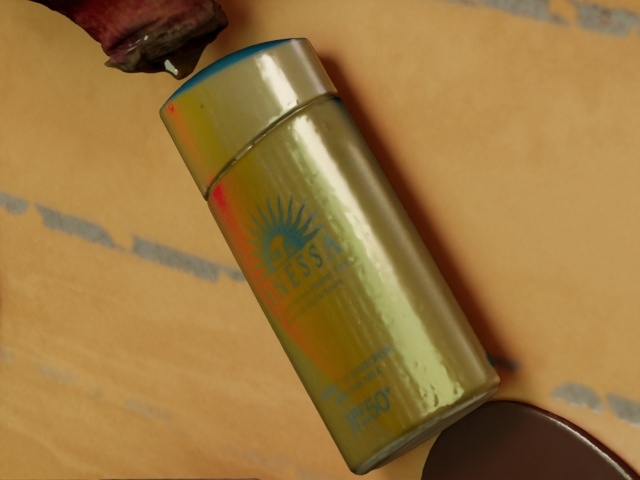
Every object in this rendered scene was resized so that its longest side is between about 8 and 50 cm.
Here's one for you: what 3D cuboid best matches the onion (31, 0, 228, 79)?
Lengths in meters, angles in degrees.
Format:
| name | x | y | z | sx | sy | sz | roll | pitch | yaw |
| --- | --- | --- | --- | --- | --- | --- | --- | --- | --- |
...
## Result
| name | x | y | z | sx | sy | sz | roll | pitch | yaw |
| --- | --- | --- | --- | --- | --- | --- | --- | --- | --- |
| onion | -0.185 | -0.257 | 0.994 | 0.348 | 0.347 | 0.385 | -20 | 114 | 37 |

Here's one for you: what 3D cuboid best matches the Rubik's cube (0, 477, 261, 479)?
| name | x | y | z | sx | sy | sz | roll | pitch | yaw |
| --- | --- | --- | --- | --- | --- | --- | --- | --- | --- |
| Rubik's cube | -0.112 | 0.337 | 1.022 | 0.368 | 0.387 | 0.358 | 50 | 120 | 39 |

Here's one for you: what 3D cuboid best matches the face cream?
| name | x | y | z | sx | sy | sz | roll | pitch | yaw |
| --- | --- | --- | --- | --- | --- | --- | --- | --- | --- |
| face cream | 0.000 | 0.000 | 1.038 | 0.139 | 0.067 | 0.285 | -40 | 73 | 41 |

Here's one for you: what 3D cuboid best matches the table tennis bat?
| name | x | y | z | sx | sy | sz | roll | pitch | yaw |
| --- | --- | --- | --- | --- | --- | --- | --- | --- | --- |
| table tennis bat | 0.171 | 0.208 | 0.990 | 0.274 | 0.021 | 0.154 | 36 | 118 | 27 |
